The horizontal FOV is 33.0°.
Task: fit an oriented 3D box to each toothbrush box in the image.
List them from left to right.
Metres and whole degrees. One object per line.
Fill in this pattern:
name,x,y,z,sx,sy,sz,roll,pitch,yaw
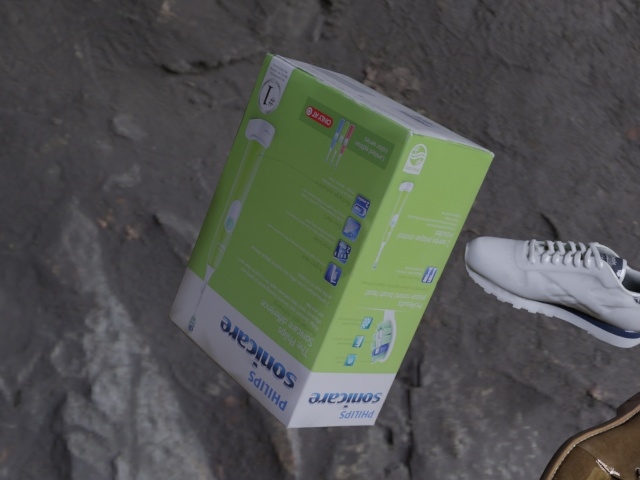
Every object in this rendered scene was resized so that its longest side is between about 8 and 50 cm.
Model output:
toothbrush box,0.000,0.000,1.000,0.206,0.122,0.283,34,107,42

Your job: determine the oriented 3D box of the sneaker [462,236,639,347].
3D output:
sneaker,0.280,0.035,1.236,0.235,0.090,0.095,19,132,0

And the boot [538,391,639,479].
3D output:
boot,0.356,0.275,1.253,0.115,0.305,0.112,13,126,49
